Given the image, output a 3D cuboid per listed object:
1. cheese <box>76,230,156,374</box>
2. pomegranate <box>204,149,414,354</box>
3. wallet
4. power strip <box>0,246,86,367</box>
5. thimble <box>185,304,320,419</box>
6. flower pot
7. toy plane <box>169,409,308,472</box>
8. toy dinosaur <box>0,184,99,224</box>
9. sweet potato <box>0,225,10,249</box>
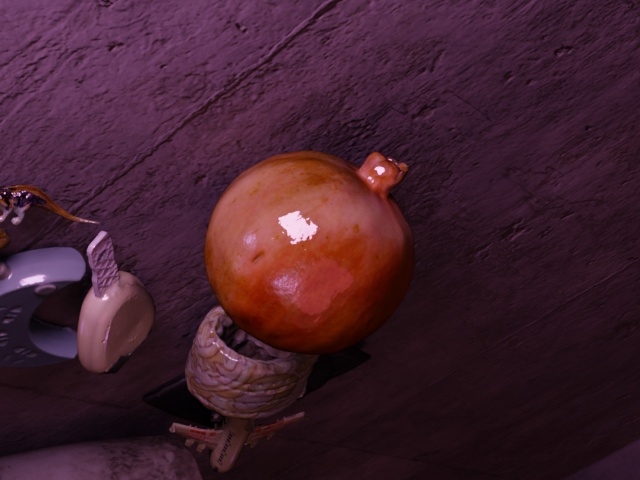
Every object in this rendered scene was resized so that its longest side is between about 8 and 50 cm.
[{"bbox_3d":[-0.266,0.071,1.462,0.127,0.054,0.251,-52,161,-31],"label":"cheese"},{"bbox_3d":[0.000,0.000,1.385,0.252,0.229,0.270,21,120,-39],"label":"pomegranate"},{"bbox_3d":[-0.094,0.228,1.888,0.323,0.041,0.247,-25,149,19],"label":"wallet"},{"bbox_3d":[-0.380,0.087,1.462,0.167,0.054,0.253,-11,150,-18],"label":"power strip"},{"bbox_3d":[-0.096,0.176,1.681,0.190,0.137,0.143,14,136,-11],"label":"thimble"},{"bbox_3d":[-0.366,0.453,1.870,0.330,0.294,0.294,-13,150,-28],"label":"flower pot"},{"bbox_3d":[-0.143,0.309,1.879,0.229,0.092,0.244,-1,152,-22],"label":"toy plane"},{"bbox_3d":[-0.338,-0.040,1.293,0.058,0.037,0.180,-35,147,32],"label":"toy dinosaur"},{"bbox_3d":[-0.464,0.036,1.301,0.233,0.062,0.081,-8,106,-22],"label":"sweet potato"}]
